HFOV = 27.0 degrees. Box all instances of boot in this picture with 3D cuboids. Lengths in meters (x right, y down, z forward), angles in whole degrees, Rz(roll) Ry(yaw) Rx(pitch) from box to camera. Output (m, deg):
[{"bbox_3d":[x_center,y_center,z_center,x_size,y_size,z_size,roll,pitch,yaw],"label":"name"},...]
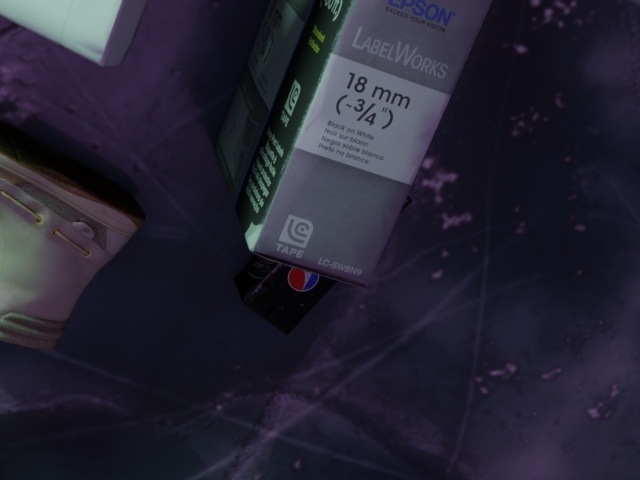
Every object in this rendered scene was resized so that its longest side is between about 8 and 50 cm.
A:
[{"bbox_3d":[-0.275,-0.008,1.108,0.213,0.077,0.165,29,106,-26],"label":"boot"}]

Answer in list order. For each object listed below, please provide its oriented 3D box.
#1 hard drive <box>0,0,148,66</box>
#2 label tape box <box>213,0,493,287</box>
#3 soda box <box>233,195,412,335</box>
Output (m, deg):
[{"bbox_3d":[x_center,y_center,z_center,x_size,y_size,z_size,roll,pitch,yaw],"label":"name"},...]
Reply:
[{"bbox_3d":[-0.248,-0.297,0.900,0.353,0.047,0.233,27,107,12],"label":"hard drive"},{"bbox_3d":[0.032,-0.167,1.020,0.106,0.240,0.333,17,107,-18],"label":"label tape box"},{"bbox_3d":[0.000,0.000,1.188,0.060,0.053,0.169,38,99,-24],"label":"soda box"}]
